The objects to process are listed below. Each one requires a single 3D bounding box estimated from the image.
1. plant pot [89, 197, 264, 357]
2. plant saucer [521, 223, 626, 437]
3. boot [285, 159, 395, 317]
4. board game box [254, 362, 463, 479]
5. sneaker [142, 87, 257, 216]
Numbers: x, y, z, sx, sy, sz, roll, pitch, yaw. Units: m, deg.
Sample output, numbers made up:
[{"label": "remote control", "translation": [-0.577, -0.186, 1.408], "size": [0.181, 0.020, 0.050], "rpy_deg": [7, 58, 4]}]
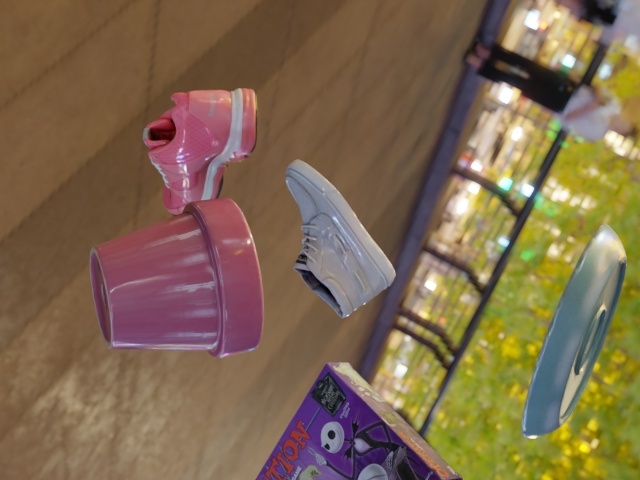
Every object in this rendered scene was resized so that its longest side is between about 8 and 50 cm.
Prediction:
[{"label": "plant pot", "translation": [-0.185, 0.057, 1.460], "size": [0.180, 0.201, 0.201], "rpy_deg": [-10, 144, -19]}, {"label": "plant saucer", "translation": [0.359, 0.133, 1.629], "size": [0.317, 0.044, 0.317], "rpy_deg": [-51, 153, -39]}, {"label": "boot", "translation": [0.000, 0.000, 1.905], "size": [0.123, 0.258, 0.095], "rpy_deg": [-39, 179, -18]}, {"label": "board game box", "translation": [-0.001, 0.340, 1.360], "size": [0.056, 0.208, 0.346], "rpy_deg": [10, 116, -46]}, {"label": "sneaker", "translation": [-0.196, -0.135, 1.687], "size": [0.314, 0.136, 0.115], "rpy_deg": [133, -40, -56]}]
